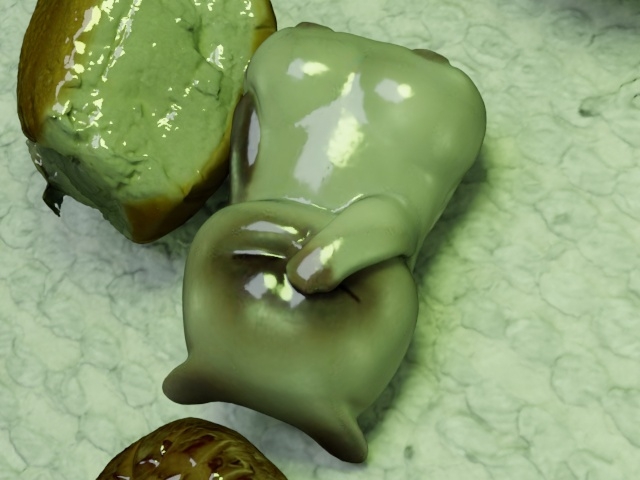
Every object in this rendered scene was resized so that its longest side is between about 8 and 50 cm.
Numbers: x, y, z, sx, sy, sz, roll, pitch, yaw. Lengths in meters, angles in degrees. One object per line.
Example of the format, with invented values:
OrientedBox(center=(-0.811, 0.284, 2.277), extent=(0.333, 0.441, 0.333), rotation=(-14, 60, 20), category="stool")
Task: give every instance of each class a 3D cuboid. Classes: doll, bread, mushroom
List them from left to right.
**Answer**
OrientedBox(center=(-0.173, -0.147, 1.610), extent=(0.250, 0.225, 0.279), rotation=(-5, 61, 67), category="bread")
OrientedBox(center=(-0.111, 0.270, 1.416), extent=(0.253, 0.153, 0.253), rotation=(-15, 64, 33), category="mushroom")
OrientedBox(center=(0.007, -0.024, 1.463), extent=(0.215, 0.226, 0.370), rotation=(18, 66, 1), category="doll")
